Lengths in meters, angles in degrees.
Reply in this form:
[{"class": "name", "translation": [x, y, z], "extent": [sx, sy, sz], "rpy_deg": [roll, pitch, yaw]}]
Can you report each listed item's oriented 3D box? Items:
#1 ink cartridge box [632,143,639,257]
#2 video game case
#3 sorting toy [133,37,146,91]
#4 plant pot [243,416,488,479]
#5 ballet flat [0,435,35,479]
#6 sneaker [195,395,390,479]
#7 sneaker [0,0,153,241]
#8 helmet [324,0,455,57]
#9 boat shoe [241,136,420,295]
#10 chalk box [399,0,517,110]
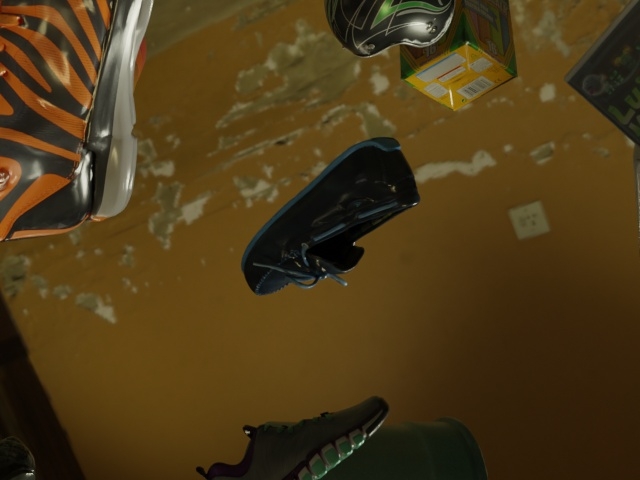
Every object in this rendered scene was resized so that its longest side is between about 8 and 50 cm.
[{"class": "ink cartridge box", "translation": [0.619, -0.102, 1.369], "extent": [0.166, 0.395, 0.285], "rpy_deg": [4, -125, 25]}, {"class": "video game case", "translation": [0.354, -0.164, 0.787], "extent": [0.022, 0.173, 0.190], "rpy_deg": [-37, 167, -43]}, {"class": "sorting toy", "translation": [-0.336, -0.211, 0.871], "extent": [0.366, 0.126, 0.127], "rpy_deg": [14, 119, -39]}, {"class": "plant pot", "translation": [0.049, 0.439, 1.359], "extent": [0.334, 0.341, 0.341], "rpy_deg": [11, 175, -16]}, {"class": "ballet flat", "translation": [-0.332, 0.225, 0.714], "extent": [0.173, 0.057, 0.049], "rpy_deg": [-20, -134, -31]}, {"class": "sneaker", "translation": [-0.026, 0.222, 0.927], "extent": [0.224, 0.098, 0.083], "rpy_deg": [-34, 168, -24]}, {"class": "sneaker", "translation": [-0.214, -0.138, 0.542], "extent": [0.125, 0.321, 0.180], "rpy_deg": [24, -149, 39]}, {"class": "helmet", "translation": [0.086, -0.338, 1.138], "extent": [0.162, 0.169, 0.169], "rpy_deg": [-10, 180, -22]}, {"class": "boat shoe", "translation": [0.000, 0.000, 0.849], "extent": [0.109, 0.089, 0.258], "rpy_deg": [-20, 162, -39]}, {"class": "chalk box", "translation": [0.211, -0.341, 1.311], "extent": [0.132, 0.213, 0.132], "rpy_deg": [21, 147, -37]}]
